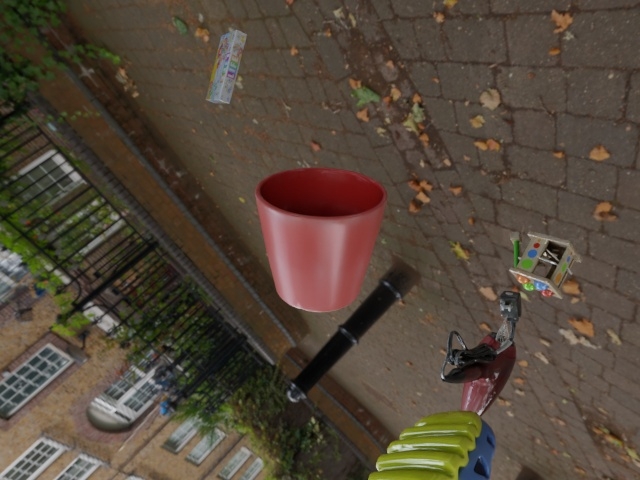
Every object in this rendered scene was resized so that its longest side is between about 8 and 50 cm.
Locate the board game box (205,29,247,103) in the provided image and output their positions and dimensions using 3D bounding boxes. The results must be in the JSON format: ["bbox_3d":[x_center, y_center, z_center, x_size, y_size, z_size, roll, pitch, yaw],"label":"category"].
[{"bbox_3d":[-0.220,-0.397,0.946,0.026,0.154,0.103,11,-170,-35],"label":"board game box"}]

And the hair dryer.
[{"bbox_3d":[0.298,0.246,0.803,0.080,0.223,0.293,32,143,52],"label":"hair dryer"}]

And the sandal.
[{"bbox_3d":[0.105,0.327,0.432,0.138,0.317,0.126,46,150,-3],"label":"sandal"}]

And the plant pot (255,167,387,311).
[{"bbox_3d":[0.000,0.000,0.882,0.275,0.275,0.243,30,129,40],"label":"plant pot"}]

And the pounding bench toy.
[{"bbox_3d":[0.271,0.029,0.523,0.052,0.065,0.083,34,175,-38],"label":"pounding bench toy"}]
